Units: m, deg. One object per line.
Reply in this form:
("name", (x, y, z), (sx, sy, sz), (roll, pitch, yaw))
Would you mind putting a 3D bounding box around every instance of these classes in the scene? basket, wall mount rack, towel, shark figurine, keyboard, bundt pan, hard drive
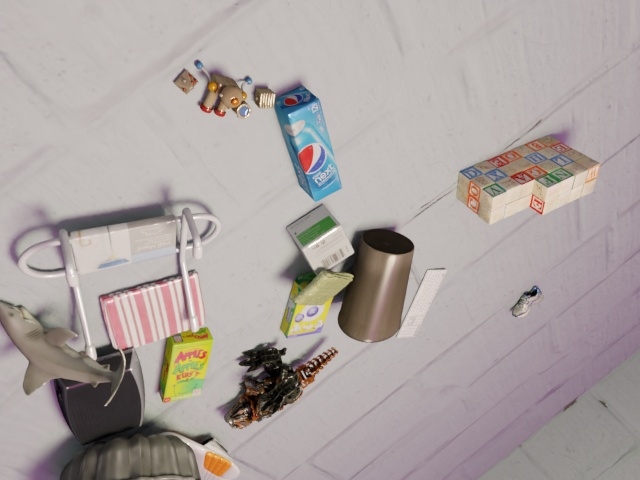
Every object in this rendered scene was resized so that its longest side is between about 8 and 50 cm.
("basket", (0.141, 0.100, 1.296), (0.204, 0.154, 0.227), (-36, 142, -55))
("wall mount rack", (-0.338, 0.077, 0.974), (0.350, 0.130, 0.304), (-13, 150, -23))
("towel", (0.007, 0.107, 1.202), (0.110, 0.027, 0.148), (-43, 159, 18))
("shark figurine", (-0.457, 0.229, 0.939), (0.116, 0.278, 0.166), (-57, 164, -39))
("towel", (-0.338, 0.143, 1.098), (0.197, 0.029, 0.144), (-16, 129, -24))
("keyboard", (0.295, 0.188, 1.567), (0.072, 0.014, 0.256), (-2, 125, -33))
("bundt pan", (-0.437, 0.544, 1.239), (0.331, 0.124, 0.331), (-10, 144, -7))
("hard drive", (-0.459, 0.341, 1.136), (0.172, 0.054, 0.254), (-13, 137, -25))

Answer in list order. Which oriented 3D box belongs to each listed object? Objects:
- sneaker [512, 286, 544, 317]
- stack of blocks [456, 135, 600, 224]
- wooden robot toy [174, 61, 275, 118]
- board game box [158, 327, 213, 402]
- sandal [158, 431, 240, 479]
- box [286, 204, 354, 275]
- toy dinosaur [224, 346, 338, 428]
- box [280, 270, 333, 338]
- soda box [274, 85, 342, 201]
("sneaker", (0.707, 0.209, 1.843), (0.135, 0.052, 0.058), (-40, 127, -10))
("stack of blocks", (0.514, -0.146, 1.332), (0.297, 0.171, 0.087), (-22, 133, -17))
("wooden robot toy", (-0.149, -0.232, 0.884), (0.173, 0.079, 0.076), (7, 120, -37))
("board game box", (-0.308, 0.285, 1.218), (0.092, 0.043, 0.181), (-3, 125, -32))
("sandal", (-0.315, 0.551, 1.410), (0.102, 0.076, 0.265), (-37, 118, 19))
("box", (0.000, 0.000, 1.164), (0.101, 0.087, 0.102), (-33, 135, -6))
("toy dinosaur", (-0.110, 0.366, 1.378), (0.322, 0.164, 0.218), (-50, 154, -16))
("box", (-0.026, 0.154, 1.304), (0.105, 0.043, 0.179), (-5, 124, -32))
("soda box", (-0.022, -0.179, 1.017), (0.067, 0.071, 0.210), (-30, 136, -11))
